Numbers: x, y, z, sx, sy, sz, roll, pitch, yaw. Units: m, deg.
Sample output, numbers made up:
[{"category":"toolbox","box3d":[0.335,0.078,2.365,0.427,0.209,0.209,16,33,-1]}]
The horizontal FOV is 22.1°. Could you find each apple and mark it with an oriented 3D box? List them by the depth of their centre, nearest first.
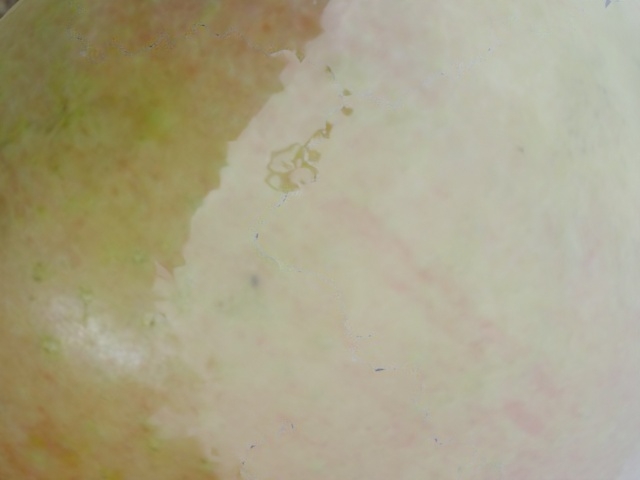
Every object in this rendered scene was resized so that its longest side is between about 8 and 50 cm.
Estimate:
[{"category":"apple","box3d":[0.000,0.000,0.610,0.319,0.277,0.319,-46,-168,12]}]
